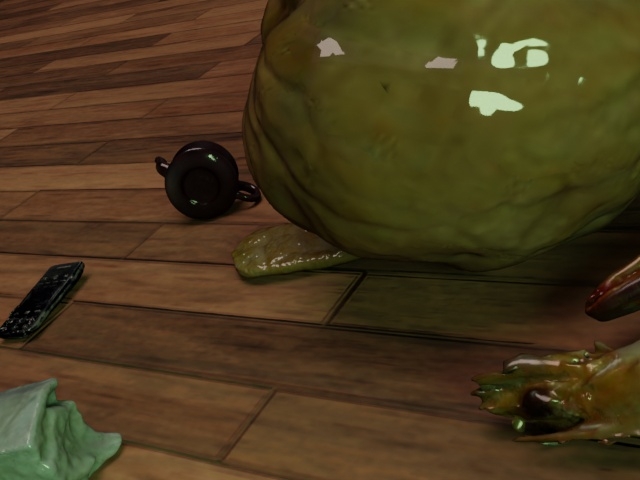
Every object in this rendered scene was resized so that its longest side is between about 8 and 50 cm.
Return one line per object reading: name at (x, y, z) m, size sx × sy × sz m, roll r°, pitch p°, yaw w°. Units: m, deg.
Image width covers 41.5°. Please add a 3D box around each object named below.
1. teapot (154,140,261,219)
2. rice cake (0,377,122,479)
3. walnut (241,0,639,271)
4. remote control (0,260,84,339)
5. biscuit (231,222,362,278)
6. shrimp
teapot at (-0.102, -0.056, 0.763) m, size 0.100 × 0.068 × 0.045 m, roll 16°, pitch 25°, yaw -9°
rice cake at (-0.228, 0.136, 0.492) m, size 0.206 × 0.063 × 0.069 m, roll -13°, pitch 30°, yaw 11°
walnut at (0.093, -0.125, 0.545) m, size 0.285 × 0.285 × 0.296 m, roll -10°, pitch 55°, yaw 15°
remote control at (-0.230, 0.051, 0.701) m, size 0.039 × 0.014 × 0.096 m, roll -7°, pitch 31°, yaw 21°
biscuit at (0.000, 0.000, 0.646) m, size 0.147 × 0.018 × 0.071 m, roll -12°, pitch 29°, yaw 15°
shrimp at (0.181, 0.032, 0.396) m, size 0.236 × 0.053 × 0.133 m, roll -25°, pitch 41°, yaw 23°
